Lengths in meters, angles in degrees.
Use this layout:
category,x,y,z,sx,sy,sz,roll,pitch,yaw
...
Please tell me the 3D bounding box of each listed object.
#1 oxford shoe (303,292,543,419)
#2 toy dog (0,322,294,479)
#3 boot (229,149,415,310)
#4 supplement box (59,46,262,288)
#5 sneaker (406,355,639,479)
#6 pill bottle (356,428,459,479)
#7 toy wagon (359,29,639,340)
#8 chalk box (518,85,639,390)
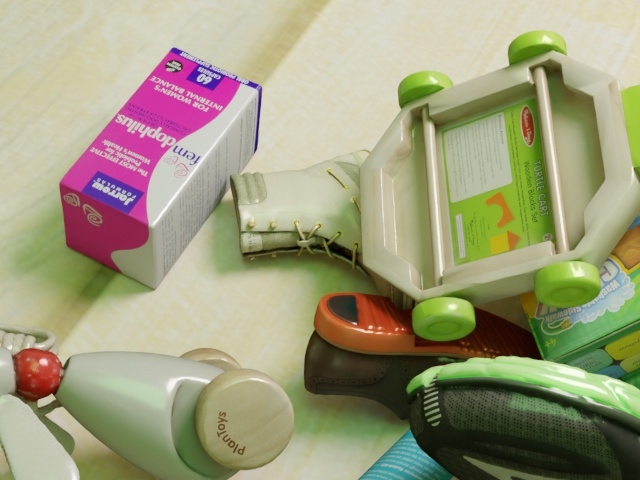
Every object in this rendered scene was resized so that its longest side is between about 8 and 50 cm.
category,x,y,z,sx,sy,sz,roll,pitch,yaw
oxford shoe,0.112,0.120,1.170,0.271,0.098,0.097,12,23,-16
toy dog,-0.190,0.173,1.049,0.334,0.220,0.161,6,91,4
boot,0.000,0.000,1.243,0.165,0.077,0.213,-9,50,-13
supplement box,-0.161,-0.077,1.261,0.111,0.114,0.220,25,56,11
sneaker,0.240,0.274,0.903,0.483,0.185,0.202,46,58,-7
pill bottle,0.101,0.236,1.033,0.146,0.146,0.264,39,59,21
toy wagon,0.193,-0.061,1.102,0.344,0.068,0.267,-17,58,27
chalk box,0.292,0.042,1.140,0.180,0.179,0.289,-30,53,18
